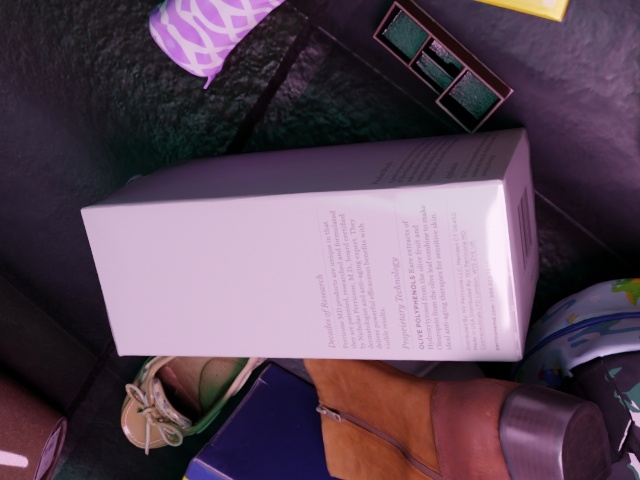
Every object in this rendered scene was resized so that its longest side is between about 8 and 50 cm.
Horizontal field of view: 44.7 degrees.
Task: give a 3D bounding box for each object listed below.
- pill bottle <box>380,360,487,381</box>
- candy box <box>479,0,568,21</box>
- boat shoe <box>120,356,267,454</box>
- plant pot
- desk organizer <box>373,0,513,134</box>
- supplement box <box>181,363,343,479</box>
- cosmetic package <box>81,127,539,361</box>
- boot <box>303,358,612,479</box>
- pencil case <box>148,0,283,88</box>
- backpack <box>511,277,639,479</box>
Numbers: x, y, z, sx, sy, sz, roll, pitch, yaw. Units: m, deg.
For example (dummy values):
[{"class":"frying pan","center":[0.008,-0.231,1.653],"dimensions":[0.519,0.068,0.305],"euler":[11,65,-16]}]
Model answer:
[{"class":"pill bottle","center":[0.118,0.187,0.768],"dimensions":[0.131,0.131,0.229],"euler":[-27,98,26]},{"class":"candy box","center":[0.178,-0.293,0.630],"dimensions":[0.105,0.027,0.205],"euler":[17,114,10]},{"class":"boat shoe","center":[-0.147,0.156,0.875],"dimensions":[0.104,0.089,0.285],"euler":[44,117,0]},{"class":"plant pot","center":[-0.446,0.238,0.965],"dimensions":[0.231,0.215,0.215],"euler":[16,114,-2]},{"class":"desk organizer","center":[0.105,-0.156,0.693],"dimensions":[0.130,0.050,0.047],"euler":[42,117,1]},{"class":"supplement box","center":[-0.073,0.356,0.863],"dimensions":[0.195,0.194,0.356],"euler":[28,116,8]},{"class":"cosmetic package","center":[0.000,0.000,0.708],"dimensions":[0.366,0.197,0.155],"euler":[-3,109,22]},{"class":"boot","center":[0.095,0.223,0.634],"dimensions":[0.281,0.096,0.264],"euler":[2,113,48]},{"class":"pencil case","center":[-0.065,-0.236,0.710],"dimensions":[0.206,0.086,0.088],"euler":[-33,119,28]},{"class":"backpack","center":[0.309,0.202,0.659],"dimensions":[0.356,0.273,0.290],"euler":[39,127,-14]}]
